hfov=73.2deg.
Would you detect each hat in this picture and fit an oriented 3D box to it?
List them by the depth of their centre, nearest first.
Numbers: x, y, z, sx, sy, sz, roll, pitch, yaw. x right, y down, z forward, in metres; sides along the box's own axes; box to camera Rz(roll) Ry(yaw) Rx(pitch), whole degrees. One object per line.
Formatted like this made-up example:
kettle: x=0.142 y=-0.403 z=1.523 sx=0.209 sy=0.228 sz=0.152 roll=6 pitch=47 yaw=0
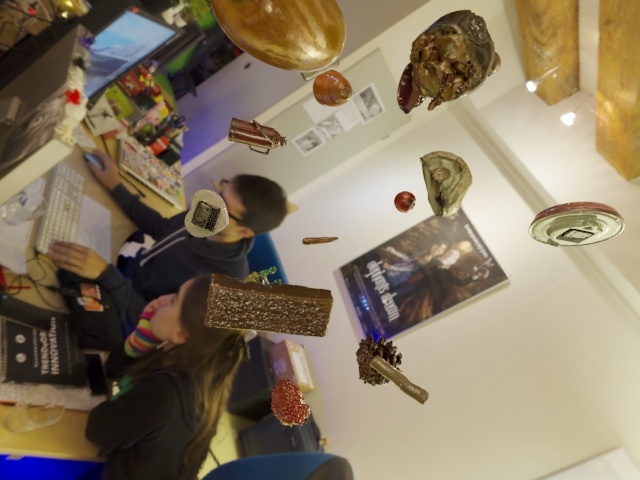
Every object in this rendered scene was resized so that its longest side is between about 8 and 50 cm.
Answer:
hat: x=0.353 y=-0.562 z=1.587 sx=0.089 sy=0.205 sz=0.205 roll=8 pitch=33 yaw=-13

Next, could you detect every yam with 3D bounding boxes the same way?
yam: x=0.302 y=0.537 z=1.670 sx=0.253 sy=0.061 sz=0.061 roll=35 pitch=5 yaw=17

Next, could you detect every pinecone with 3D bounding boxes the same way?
pinecone: x=0.256 y=0.519 z=1.862 sx=0.221 sy=0.222 sz=0.221 roll=55 pitch=13 yaw=-20

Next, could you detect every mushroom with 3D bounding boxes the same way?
mushroom: x=0.508 y=-0.224 z=1.707 sx=0.189 sy=0.164 sz=0.266 roll=72 pitch=3 yaw=-46

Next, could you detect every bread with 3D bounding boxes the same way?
bread: x=-0.166 y=0.221 z=1.438 sx=0.417 sy=0.165 sz=0.113 roll=10 pitch=20 yaw=-13

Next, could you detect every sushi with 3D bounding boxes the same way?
sushi: x=0.340 y=-0.473 z=1.150 sx=0.213 sy=0.204 sz=0.200 roll=51 pitch=-31 yaw=-1

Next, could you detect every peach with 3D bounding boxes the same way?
peach: x=0.345 y=-0.162 z=1.793 sx=0.062 sy=0.098 sz=0.098 roll=8 pitch=47 yaw=-39

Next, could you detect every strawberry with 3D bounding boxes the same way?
strawberry: x=-0.135 y=0.624 z=1.628 sx=0.207 sy=0.168 sz=0.087 roll=68 pitch=30 yaw=-24

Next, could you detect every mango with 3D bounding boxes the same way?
mango: x=-0.077 y=-0.519 z=0.987 sx=0.378 sy=0.221 sz=0.263 roll=-2 pitch=67 yaw=-51

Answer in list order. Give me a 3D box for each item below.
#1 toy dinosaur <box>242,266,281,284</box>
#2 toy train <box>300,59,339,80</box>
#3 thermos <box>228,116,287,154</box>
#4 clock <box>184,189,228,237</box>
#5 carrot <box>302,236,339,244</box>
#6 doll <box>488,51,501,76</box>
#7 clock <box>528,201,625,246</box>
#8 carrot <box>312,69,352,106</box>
toy dinosaur: x=-0.262 y=0.180 z=1.734 sx=0.153 sy=0.259 sz=0.094 roll=-16 pitch=80 yaw=-33
toy train: x=-0.009 y=-0.615 z=1.502 sx=0.070 sy=0.148 sz=0.038 roll=65 pitch=-7 yaw=-8
thermos: x=-0.249 y=-0.416 z=1.734 sx=0.232 sy=0.124 sz=0.099 roll=12 pitch=23 yaw=-13
clock: x=-0.454 y=-0.099 z=1.727 sx=0.172 sy=0.197 sz=0.064 roll=24 pitch=11 yaw=8
carrot: x=0.000 y=0.000 z=1.867 sx=0.036 sy=0.165 sz=0.035 roll=176 pitch=-90 yaw=-79
doll: x=0.751 y=-0.838 z=1.960 sx=0.188 sy=0.096 sz=0.145 roll=62 pitch=3 yaw=-13
clock: x=0.744 y=-0.036 z=1.263 sx=0.244 sy=0.245 sz=0.056 roll=44 pitch=49 yaw=-51
carrot: x=0.072 y=-0.645 z=1.839 sx=0.159 sy=0.159 sz=0.225 roll=53 pitch=-3 yaw=-30
